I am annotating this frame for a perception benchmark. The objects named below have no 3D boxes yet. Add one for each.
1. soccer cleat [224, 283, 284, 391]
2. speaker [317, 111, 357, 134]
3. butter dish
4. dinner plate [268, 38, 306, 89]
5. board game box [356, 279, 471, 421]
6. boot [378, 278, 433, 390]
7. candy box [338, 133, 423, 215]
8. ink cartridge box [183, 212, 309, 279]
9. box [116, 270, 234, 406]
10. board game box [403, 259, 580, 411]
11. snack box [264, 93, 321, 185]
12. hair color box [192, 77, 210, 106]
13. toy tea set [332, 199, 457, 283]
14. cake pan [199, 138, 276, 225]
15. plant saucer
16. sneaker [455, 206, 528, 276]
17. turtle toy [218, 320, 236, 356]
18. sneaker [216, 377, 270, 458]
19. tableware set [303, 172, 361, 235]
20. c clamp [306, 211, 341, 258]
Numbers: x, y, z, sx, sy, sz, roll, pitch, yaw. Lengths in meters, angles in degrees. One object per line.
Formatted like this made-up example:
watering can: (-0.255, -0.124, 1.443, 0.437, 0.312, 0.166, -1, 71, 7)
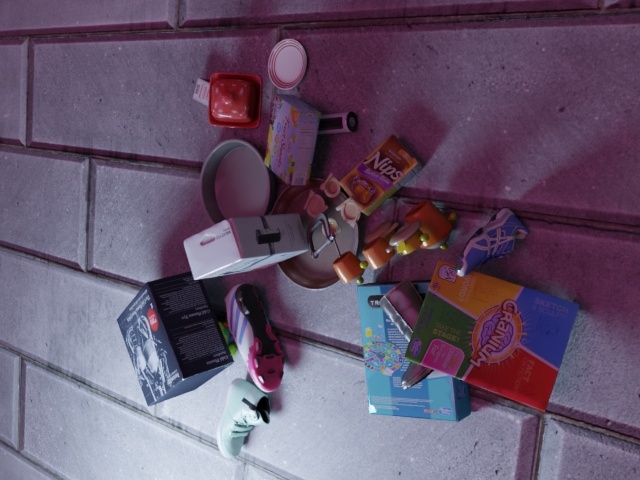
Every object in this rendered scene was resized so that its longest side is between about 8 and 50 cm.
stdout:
soccer cleat: (-0.201, 0.291, 2.030, 0.143, 0.116, 0.331, -30, 72, 51)
speaker: (0.030, -0.314, 1.829, 0.136, 0.055, 0.055, 2, 95, 37)
butter dish: (-0.258, -0.410, 1.975, 0.160, 0.118, 0.160, 5, 98, 6)
dinner plate: (-0.092, -0.499, 1.930, 0.141, 0.017, 0.141, 4, 97, 37)
board game box: (0.231, 0.270, 1.705, 0.254, 0.079, 0.335, -5, 90, 37)
boot: (0.206, 0.225, 1.624, 0.189, 0.076, 0.208, -46, 74, 14)
candy box: (0.151, -0.165, 1.715, 0.187, 0.053, 0.109, -41, 67, 9)
ink cartridge box: (-0.197, 0.013, 1.829, 0.197, 0.273, 0.114, -22, 80, 37)
box: (-0.461, 0.309, 2.120, 0.343, 0.179, 0.312, -41, 69, 50)
board game box: (0.375, 0.205, 1.501, 0.317, 0.064, 0.242, 18, 81, 20)
snack box: (-0.080, -0.275, 1.852, 0.174, 0.070, 0.207, 45, 132, 51)
hair color box: (-0.326, -0.444, 2.095, 0.141, 0.043, 0.072, 31, 111, 30)
toy tea set: (0.185, 0.029, 1.675, 0.124, 0.200, 0.336, 52, 140, -10)
cake pan: (-0.247, -0.159, 2.051, 0.293, 0.054, 0.293, 3, 96, 37)
plant saucer: (-0.012, -0.018, 1.887, 0.311, 0.050, 0.310, 3, 94, 38)
sneaker: (0.380, 0.010, 1.512, 0.081, 0.211, 0.080, 41, 158, 18)
turtle toy: (-0.305, 0.306, 2.122, 0.095, 0.066, 0.130, -28, 78, 52)
sneaker: (-0.228, 0.563, 2.062, 0.151, 0.094, 0.255, 17, 101, 41)
tableware set: (0.030, -0.086, 1.808, 0.141, 0.020, 0.168, -49, 65, 29)
c clamp: (0.000, 0.000, 1.796, 0.161, 0.022, 0.137, -36, 63, 61)
